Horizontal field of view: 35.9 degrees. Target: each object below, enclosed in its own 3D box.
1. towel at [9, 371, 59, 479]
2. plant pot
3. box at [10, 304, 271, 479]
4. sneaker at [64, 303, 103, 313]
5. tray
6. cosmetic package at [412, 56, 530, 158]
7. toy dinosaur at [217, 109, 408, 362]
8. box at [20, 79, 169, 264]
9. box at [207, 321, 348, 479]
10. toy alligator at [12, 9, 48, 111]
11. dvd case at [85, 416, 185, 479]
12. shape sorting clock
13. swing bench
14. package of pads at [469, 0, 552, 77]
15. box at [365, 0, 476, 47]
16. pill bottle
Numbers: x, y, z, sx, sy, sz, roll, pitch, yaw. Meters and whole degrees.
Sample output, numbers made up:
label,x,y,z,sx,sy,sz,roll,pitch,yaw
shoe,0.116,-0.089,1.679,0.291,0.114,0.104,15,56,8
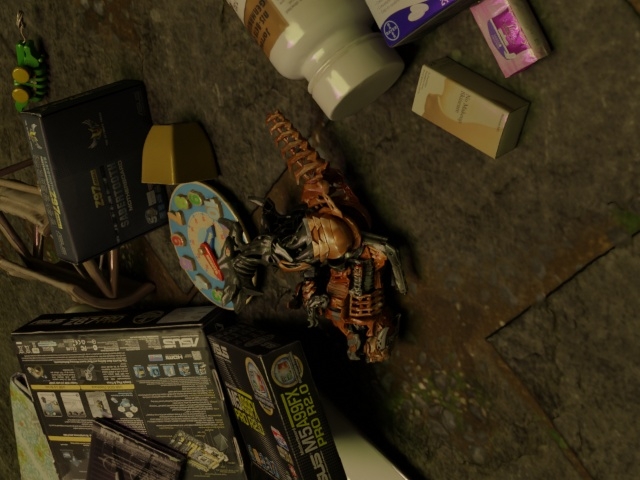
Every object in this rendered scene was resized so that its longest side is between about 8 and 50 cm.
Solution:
label,x,y,z,sx,sy,sz,roll,pitch,yaw
towel,-0.536,0.475,2.105,0.320,0.090,0.374,34,133,34
plant pot,-0.204,-0.126,1.409,0.082,0.081,0.083,5,103,45
box,-0.294,0.271,1.625,0.395,0.097,0.318,-6,106,27
sneaker,-0.422,0.284,1.845,0.148,0.131,0.350,6,109,62
tray,0.036,0.305,1.433,0.270,0.030,0.145,42,137,23
cosmetic package,0.156,-0.140,1.039,0.115,0.041,0.060,34,133,29
toy dinosaur,0.000,0.000,1.244,0.218,0.164,0.321,-9,86,34
box,-0.327,-0.104,1.469,0.059,0.183,0.232,13,120,43
box,-0.064,0.232,1.363,0.270,0.060,0.216,3,113,69
toy alligator,-0.475,-0.289,1.629,0.051,0.056,0.189,11,129,-6
dvd case,-0.311,0.407,1.628,0.165,0.018,0.221,21,120,13
shape sorting clock,-0.165,0.009,1.470,0.206,0.040,0.206,24,128,36
swing bench,-0.437,-0.016,1.652,0.253,0.165,0.254,13,121,42
package of pads,0.188,-0.208,0.973,0.050,0.032,0.083,-26,92,52
box,0.097,-0.287,0.995,0.126,0.072,0.137,-27,90,50
pill bottle,-0.015,-0.252,1.088,0.229,0.131,0.131,54,140,9
